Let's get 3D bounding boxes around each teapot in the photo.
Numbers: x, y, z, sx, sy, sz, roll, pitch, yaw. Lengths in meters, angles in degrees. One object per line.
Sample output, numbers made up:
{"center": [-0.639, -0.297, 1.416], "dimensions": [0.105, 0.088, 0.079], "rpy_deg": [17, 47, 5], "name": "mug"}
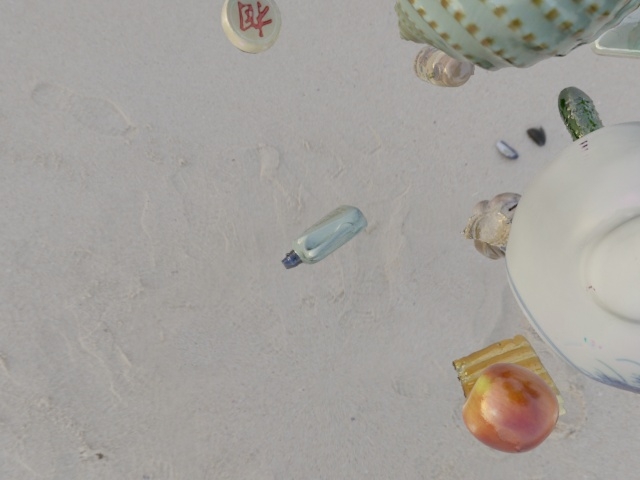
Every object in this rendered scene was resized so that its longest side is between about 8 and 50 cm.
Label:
{"center": [0.323, -0.004, 0.365], "dimensions": [0.424, 0.280, 0.252], "rpy_deg": [-6, 59, -47], "name": "teapot"}

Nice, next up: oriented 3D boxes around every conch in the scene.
{"center": [0.241, -0.300, 0.456], "dimensions": [0.320, 0.303, 0.214], "rpy_deg": [-2, 102, 33], "name": "conch"}

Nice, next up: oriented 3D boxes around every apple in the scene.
{"center": [0.338, 0.298, 0.760], "dimensions": [0.139, 0.163, 0.163], "rpy_deg": [28, 75, 24], "name": "apple"}

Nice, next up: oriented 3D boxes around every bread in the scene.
{"center": [0.520, 0.412, 1.220], "dimensions": [0.246, 0.239, 0.111], "rpy_deg": [-28, 117, 15], "name": "bread"}

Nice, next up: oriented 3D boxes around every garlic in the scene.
{"center": [0.362, -0.011, 0.799], "dimensions": [0.194, 0.131, 0.127], "rpy_deg": [30, 70, -33], "name": "garlic"}

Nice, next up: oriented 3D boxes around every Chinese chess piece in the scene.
{"center": [-0.139, -0.446, 0.866], "dimensions": [0.122, 0.051, 0.121], "rpy_deg": [-1, 94, -20], "name": "Chinese chess piece"}

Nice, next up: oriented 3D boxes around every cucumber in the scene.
{"center": [0.559, -0.239, 0.901], "dimensions": [0.069, 0.069, 0.227], "rpy_deg": [-3, 60, 0], "name": "cucumber"}

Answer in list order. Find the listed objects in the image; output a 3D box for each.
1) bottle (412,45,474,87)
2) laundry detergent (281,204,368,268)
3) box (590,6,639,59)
{"center": [0.316, -0.455, 1.122], "dimensions": [0.110, 0.096, 0.209], "rpy_deg": [-9, 28, -4], "name": "bottle"}
{"center": [0.000, 0.000, 1.365], "dimensions": [0.281, 0.215, 0.105], "rpy_deg": [-36, 104, -15], "name": "laundry detergent"}
{"center": [0.588, -0.342, 0.645], "dimensions": [0.285, 0.044, 0.142], "rpy_deg": [25, 109, 36], "name": "box"}
